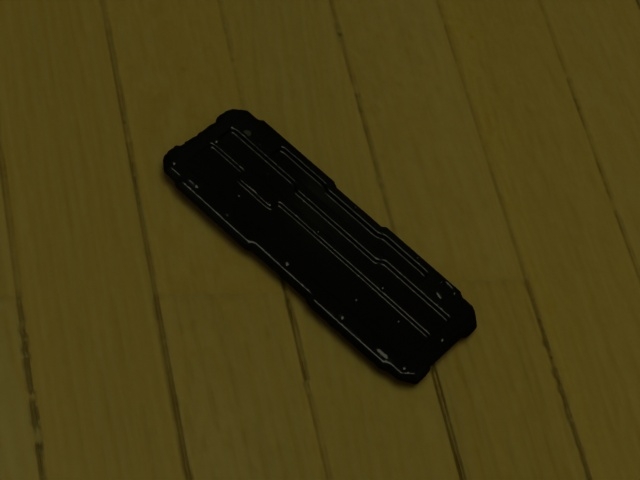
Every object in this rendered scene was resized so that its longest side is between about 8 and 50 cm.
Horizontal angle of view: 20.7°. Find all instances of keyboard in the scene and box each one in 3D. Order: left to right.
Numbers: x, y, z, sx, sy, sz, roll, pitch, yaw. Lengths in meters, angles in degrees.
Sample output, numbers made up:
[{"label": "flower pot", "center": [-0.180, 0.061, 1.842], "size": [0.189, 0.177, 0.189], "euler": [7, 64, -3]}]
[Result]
[{"label": "keyboard", "center": [0.000, 0.000, 1.334], "size": [0.262, 0.016, 0.106], "euler": [41, 54, 13]}]
